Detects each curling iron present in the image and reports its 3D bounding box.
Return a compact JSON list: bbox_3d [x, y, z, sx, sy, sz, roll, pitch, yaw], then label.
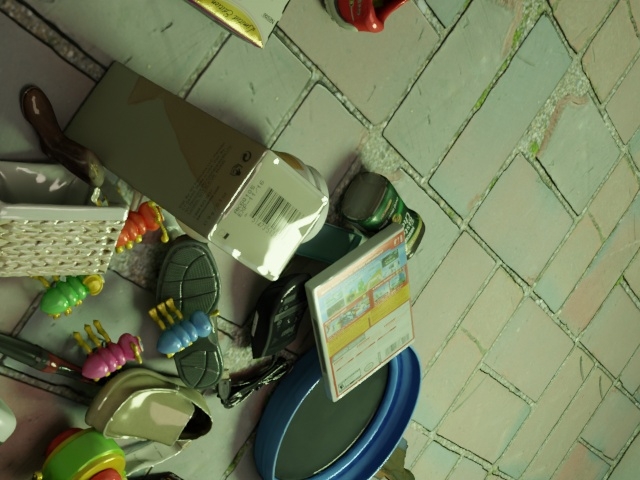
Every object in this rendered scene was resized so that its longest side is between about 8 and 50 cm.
[{"bbox_3d":[-0.375,0.149,1.360,0.274,0.035,0.068,25,80,-49],"label":"curling iron"}]

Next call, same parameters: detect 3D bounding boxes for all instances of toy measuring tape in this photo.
[{"bbox_3d":[-0.304,0.318,1.494,0.330,0.121,0.121,-14,126,-50],"label":"toy measuring tape"}]

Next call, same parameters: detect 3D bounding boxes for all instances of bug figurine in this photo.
[{"bbox_3d":[-0.260,0.081,1.358,0.216,0.072,0.279,-34,123,-20],"label":"bug figurine"}]

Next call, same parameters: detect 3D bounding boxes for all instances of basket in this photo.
[{"bbox_3d":[-0.335,-0.025,1.204,0.167,0.113,0.103,1,121,-38],"label":"basket"}]

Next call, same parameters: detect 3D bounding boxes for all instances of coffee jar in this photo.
[{"bbox_3d":[0.112,-0.036,1.721,0.184,0.079,0.096,41,72,-52],"label":"coffee jar"}]

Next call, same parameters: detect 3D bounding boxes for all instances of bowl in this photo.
[{"bbox_3d":[0.035,0.337,1.903,0.391,0.077,0.391,-28,134,-33],"label":"bowl"}]

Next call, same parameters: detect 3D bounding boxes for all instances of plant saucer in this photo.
[{"bbox_3d":[0.000,0.000,1.678,0.192,0.018,0.067,17,102,-52],"label":"plant saucer"}]

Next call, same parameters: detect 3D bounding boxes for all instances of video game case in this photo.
[{"bbox_3d":[0.075,0.127,1.712,0.204,0.025,0.285,-34,137,-25],"label":"video game case"}]

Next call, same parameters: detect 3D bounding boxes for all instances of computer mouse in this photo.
[{"bbox_3d":[-0.107,0.159,1.643,0.184,0.060,0.262,-28,145,-38],"label":"computer mouse"}]

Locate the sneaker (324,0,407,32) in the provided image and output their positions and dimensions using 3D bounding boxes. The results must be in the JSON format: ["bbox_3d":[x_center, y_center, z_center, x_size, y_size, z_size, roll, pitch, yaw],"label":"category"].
[{"bbox_3d":[0.131,-0.405,1.454,0.279,0.118,0.107,-51,143,-8],"label":"sneaker"}]

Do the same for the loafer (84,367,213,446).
[{"bbox_3d":[-0.243,0.255,1.491,0.102,0.092,0.268,-59,155,9],"label":"loafer"}]

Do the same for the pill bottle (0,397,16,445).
[{"bbox_3d":[-0.533,0.271,1.143,0.334,0.188,0.188,-46,141,-14],"label":"pill bottle"}]

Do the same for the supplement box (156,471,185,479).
[{"bbox_3d":[-0.284,0.466,1.576,0.130,0.073,0.239,-64,167,9],"label":"supplement box"}]

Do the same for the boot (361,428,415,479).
[{"bbox_3d":[0.167,0.467,2.135,0.106,0.082,0.219,-54,141,0],"label":"boot"}]

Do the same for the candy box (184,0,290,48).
[{"bbox_3d":[-0.082,-0.386,1.273,0.159,0.071,0.233,24,97,-53],"label":"candy box"}]

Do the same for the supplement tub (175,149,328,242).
[{"bbox_3d":[-0.097,-0.062,1.423,0.199,0.144,0.144,7,110,-49],"label":"supplement tub"}]

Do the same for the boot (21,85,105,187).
[{"bbox_3d":[-0.303,-0.122,1.181,0.037,0.114,0.106,-37,138,-23],"label":"boot"}]

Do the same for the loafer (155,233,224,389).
[{"bbox_3d":[-0.197,0.099,1.500,0.096,0.084,0.267,-6,121,-9],"label":"loafer"}]

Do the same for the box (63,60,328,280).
[{"bbox_3d":[-0.156,-0.089,1.203,0.121,0.311,0.148,-56,143,-2],"label":"box"}]
